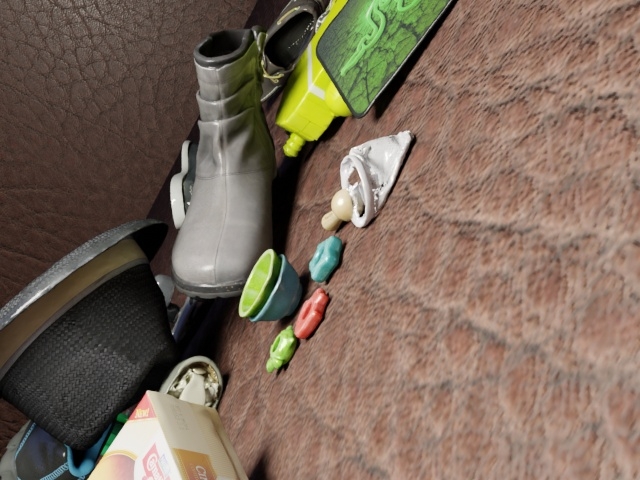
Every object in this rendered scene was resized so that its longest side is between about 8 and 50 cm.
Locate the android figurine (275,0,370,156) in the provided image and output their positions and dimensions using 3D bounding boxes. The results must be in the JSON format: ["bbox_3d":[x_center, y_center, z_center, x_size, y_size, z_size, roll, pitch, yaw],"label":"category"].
[{"bbox_3d":[0.028,-0.220,0.997,0.273,0.056,0.248,-57,16,22],"label":"android figurine"}]

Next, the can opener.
[{"bbox_3d":[-0.182,0.039,1.190,0.076,0.095,0.283,-91,25,-60],"label":"can opener"}]

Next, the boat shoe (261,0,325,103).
[{"bbox_3d":[-0.074,-0.307,1.440,0.228,0.081,0.069,-52,14,29],"label":"boat shoe"}]

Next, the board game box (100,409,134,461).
[{"bbox_3d":[-0.339,0.433,1.152,0.390,0.050,0.390,-66,15,-7],"label":"board game box"}]

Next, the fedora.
[{"bbox_3d":[-0.250,0.126,0.971,0.334,0.152,0.334,-42,-3,-3],"label":"fedora"}]

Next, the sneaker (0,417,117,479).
[{"bbox_3d":[-0.306,0.195,1.178,0.139,0.125,0.341,-28,38,36],"label":"sneaker"}]

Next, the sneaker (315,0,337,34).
[{"bbox_3d":[0.018,-0.326,1.276,0.083,0.031,0.035,-62,1,-12],"label":"sneaker"}]

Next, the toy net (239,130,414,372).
[{"bbox_3d":[0.000,0.000,0.740,0.232,0.045,0.122,-56,16,26],"label":"toy net"}]

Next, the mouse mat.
[{"bbox_3d":[0.067,-0.225,0.844,0.190,0.007,0.153,-51,38,21],"label":"mouse mat"}]

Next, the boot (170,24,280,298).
[{"bbox_3d":[-0.110,-0.103,0.962,0.338,0.118,0.223,-94,2,-60],"label":"boot"}]

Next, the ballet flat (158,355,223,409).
[{"bbox_3d":[-0.155,0.210,0.864,0.068,0.072,0.213,-35,31,54],"label":"ballet flat"}]

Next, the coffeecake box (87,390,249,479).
[{"bbox_3d":[-0.128,0.229,0.629,0.185,0.068,0.142,-55,38,14],"label":"coffeecake box"}]

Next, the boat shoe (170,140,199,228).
[{"bbox_3d":[-0.199,-0.098,1.510,0.302,0.091,0.114,-98,4,-62],"label":"boat shoe"}]
